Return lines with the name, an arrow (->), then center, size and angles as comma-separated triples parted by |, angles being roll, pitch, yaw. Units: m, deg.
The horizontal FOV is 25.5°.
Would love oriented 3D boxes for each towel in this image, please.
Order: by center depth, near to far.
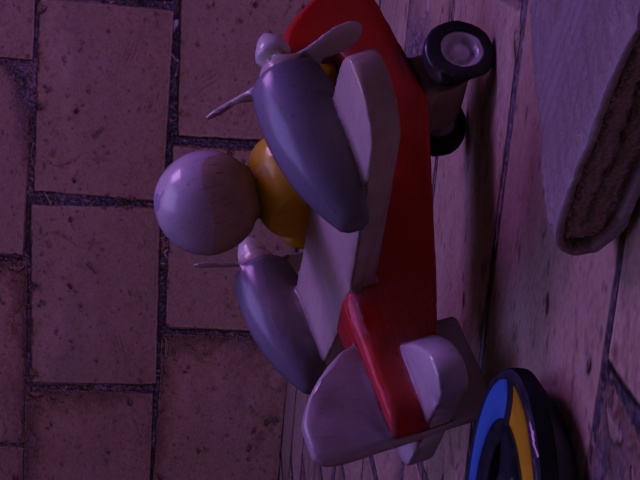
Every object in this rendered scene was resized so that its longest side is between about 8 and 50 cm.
towel -> 0.157, -0.143, 0.719 | 0.282, 0.049, 0.187 | 99, 175, -56

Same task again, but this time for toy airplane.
toy airplane -> 0.000, 0.000, 1.147 | 0.384, 0.273, 0.386 | -101, 16, -70

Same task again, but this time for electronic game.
electronic game -> 0.119, 0.195, 0.901 | 0.229, 0.048, 0.229 | -176, 90, -85
